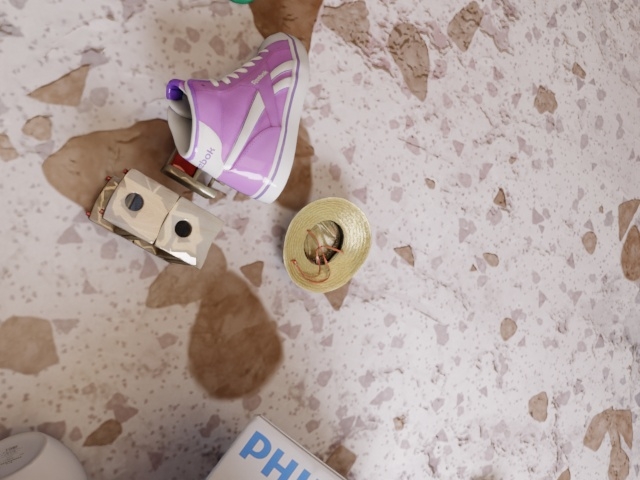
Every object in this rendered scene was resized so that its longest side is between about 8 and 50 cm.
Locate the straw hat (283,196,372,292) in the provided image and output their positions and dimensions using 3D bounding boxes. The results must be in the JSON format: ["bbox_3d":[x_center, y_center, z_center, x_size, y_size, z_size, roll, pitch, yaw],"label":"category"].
[{"bbox_3d":[0.000,0.000,0.879,0.144,0.061,0.145,-5,106,-18],"label":"straw hat"}]

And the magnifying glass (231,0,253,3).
[{"bbox_3d":[-0.134,-0.449,0.823,0.092,0.026,0.231,-21,103,-28],"label":"magnifying glass"}]

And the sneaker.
[{"bbox_3d":[-0.105,-0.194,0.749,0.161,0.102,0.282,23,48,-24],"label":"sneaker"}]

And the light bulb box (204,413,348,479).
[{"bbox_3d":[-0.074,0.427,0.644,0.225,0.358,0.361,33,69,17],"label":"light bulb box"}]

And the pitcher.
[{"bbox_3d":[-0.340,0.334,0.660,0.177,0.125,0.207,-18,111,-21],"label":"pitcher"}]

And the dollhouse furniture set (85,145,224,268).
[{"bbox_3d":[-0.181,-0.078,0.735,0.128,0.129,0.184,32,76,-26],"label":"dollhouse furniture set"}]
